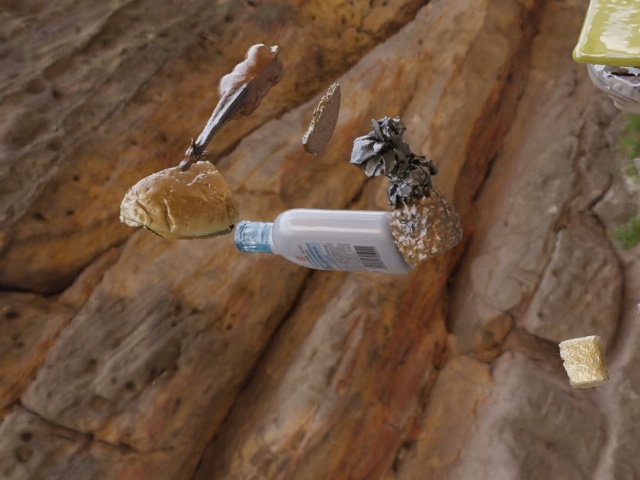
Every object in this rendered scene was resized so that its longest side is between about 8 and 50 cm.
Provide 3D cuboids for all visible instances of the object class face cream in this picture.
[{"bbox_3d":[0.000,0.000,1.232,0.163,0.336,0.080,53,-134,-52],"label":"face cream"}]

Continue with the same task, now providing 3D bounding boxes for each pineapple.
[{"bbox_3d":[0.135,-0.083,1.061,0.111,0.237,0.119,-23,8,23],"label":"pineapple"}]

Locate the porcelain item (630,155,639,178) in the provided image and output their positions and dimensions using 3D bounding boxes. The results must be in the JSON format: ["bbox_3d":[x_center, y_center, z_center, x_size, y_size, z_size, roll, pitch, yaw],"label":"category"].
[{"bbox_3d":[0.583,-0.045,1.132,0.084,0.054,0.213,-45,-66,-81],"label":"porcelain item"}]

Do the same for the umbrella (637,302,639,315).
[{"bbox_3d":[0.667,0.215,1.276,0.113,0.106,0.358,-37,9,35],"label":"umbrella"}]

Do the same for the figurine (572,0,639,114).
[{"bbox_3d":[0.714,-0.398,1.366,0.377,0.266,0.361,32,-89,-50],"label":"figurine"}]

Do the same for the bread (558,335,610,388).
[{"bbox_3d":[0.445,0.204,1.140,0.070,0.035,0.083,-24,64,34],"label":"bread"}]

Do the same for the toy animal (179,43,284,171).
[{"bbox_3d":[-0.127,-0.190,0.957,0.224,0.066,0.229,-50,16,-1],"label":"toy animal"}]

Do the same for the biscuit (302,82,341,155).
[{"bbox_3d":[0.005,-0.299,1.754,0.206,0.025,0.126,-63,-21,-24],"label":"biscuit"}]

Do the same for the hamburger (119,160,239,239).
[{"bbox_3d":[-0.279,-0.072,1.350,0.155,0.207,0.135,43,126,39],"label":"hamburger"}]
